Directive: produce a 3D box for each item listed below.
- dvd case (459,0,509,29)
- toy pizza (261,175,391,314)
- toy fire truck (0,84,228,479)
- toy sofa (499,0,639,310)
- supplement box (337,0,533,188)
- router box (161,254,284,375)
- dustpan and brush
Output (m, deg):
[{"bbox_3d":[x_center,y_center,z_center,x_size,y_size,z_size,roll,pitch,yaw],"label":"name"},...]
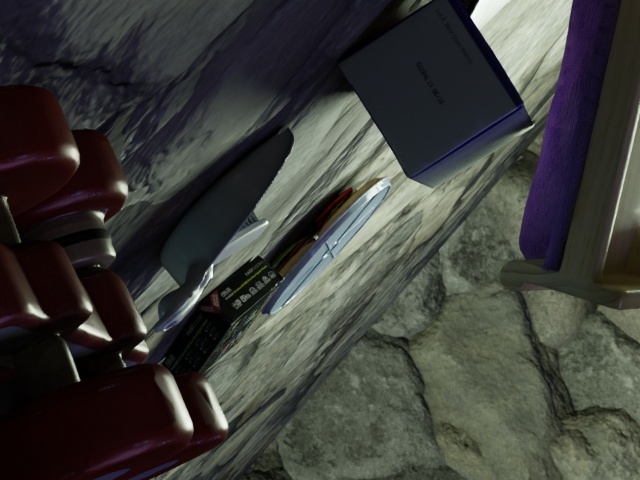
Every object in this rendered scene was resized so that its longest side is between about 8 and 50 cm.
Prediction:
[{"bbox_3d":[0.200,-0.280,1.787,0.239,0.029,0.179,-44,173,-18],"label":"dvd case"},{"bbox_3d":[0.000,0.000,2.129,0.201,0.032,0.201,-46,174,-6],"label":"toy pizza"},{"bbox_3d":[-0.195,0.065,0.912,0.254,0.169,0.302,-23,173,2],"label":"toy fire truck"},{"bbox_3d":[0.247,-0.129,1.696,0.150,0.177,0.362,-2,106,-56],"label":"toy sofa"},{"bbox_3d":[0.101,-0.120,1.645,0.114,0.111,0.220,-33,174,8],"label":"supplement box"},{"bbox_3d":[-0.097,0.080,1.959,0.092,0.038,0.122,-40,170,-45],"label":"router box"},{"bbox_3d":[-0.087,0.009,1.525,0.147,0.060,0.211,-52,172,36],"label":"dustpan and brush"}]
